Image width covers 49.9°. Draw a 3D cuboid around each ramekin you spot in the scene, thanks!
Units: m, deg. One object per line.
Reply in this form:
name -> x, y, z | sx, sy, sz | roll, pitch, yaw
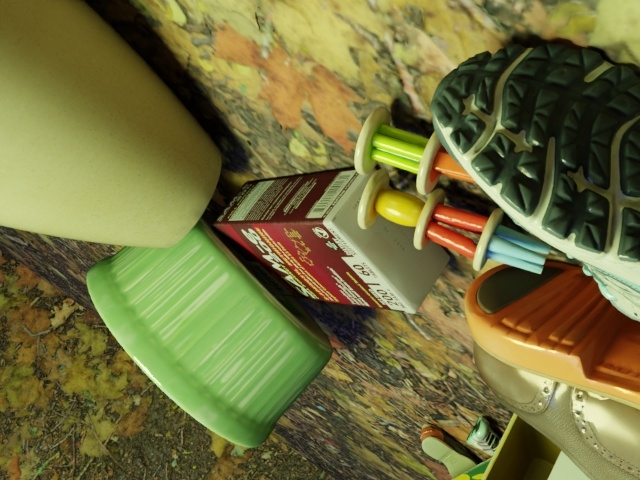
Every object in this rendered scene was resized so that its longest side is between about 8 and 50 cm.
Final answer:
ramekin -> -0.124, 0.092, 0.859 | 0.303, 0.148, 0.303 | 46, 180, 0

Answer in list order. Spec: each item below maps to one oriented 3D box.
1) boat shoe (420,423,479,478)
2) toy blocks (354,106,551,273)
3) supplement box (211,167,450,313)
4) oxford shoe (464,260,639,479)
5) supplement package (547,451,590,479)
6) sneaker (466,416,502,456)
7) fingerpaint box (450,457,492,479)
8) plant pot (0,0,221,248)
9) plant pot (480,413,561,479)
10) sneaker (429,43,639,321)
boat shoe -> 0.219, 0.356, 1.144 | 0.137, 0.049, 0.043 | 40, -160, -15
toy blocks -> 0.104, -0.031, 0.518 | 0.148, 0.054, 0.123 | 21, 149, 19
supplement box -> 0.000, 0.000, 0.707 | 0.130, 0.073, 0.239 | 46, 157, -24
oxford shoe -> 0.265, 0.129, 0.473 | 0.364, 0.130, 0.132 | 27, 139, 45
supplement package -> 0.324, 0.235, 0.525 | 0.262, 0.204, 0.145 | 10, 147, 48
sneaker -> 0.245, 0.283, 0.968 | 0.069, 0.038, 0.098 | 28, 166, 17
fingerpaint box -> 0.356, 0.616, 1.090 | 0.444, 0.163, 0.371 | 57, -176, -41
plant pot -> -0.243, -0.106, 0.675 | 0.274, 0.256, 0.256 | 29, 164, -31
plant pot -> 0.293, 0.351, 0.831 | 0.212, 0.212, 0.187 | 26, 169, 23
sneaker -> 0.180, -0.001, 0.397 | 0.283, 0.110, 0.122 | 33, 161, 8
